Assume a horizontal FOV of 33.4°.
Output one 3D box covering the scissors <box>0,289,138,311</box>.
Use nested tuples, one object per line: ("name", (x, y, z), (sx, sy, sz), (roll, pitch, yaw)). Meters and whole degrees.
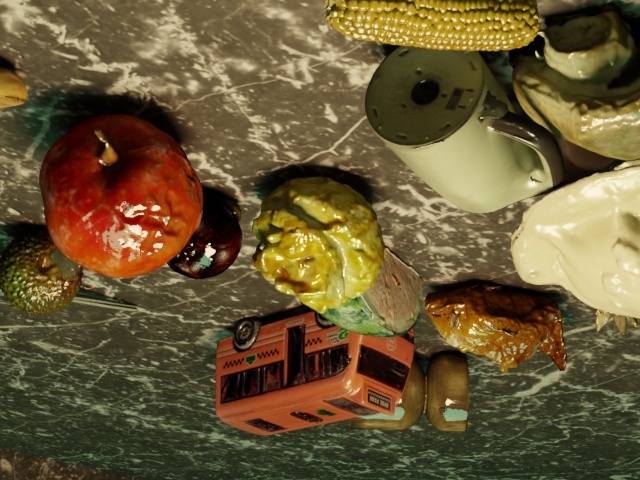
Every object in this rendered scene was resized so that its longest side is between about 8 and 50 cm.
("scissors", (-0.552, 0.101, 2.103), (0.447, 0.029, 0.193), (14, -175, -39))

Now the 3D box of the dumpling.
("dumpling", (0.460, -0.022, 1.483), (0.395, 0.233, 0.315), (-1, 142, 20))

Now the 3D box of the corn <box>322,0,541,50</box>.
("corn", (0.132, -0.273, 1.266), (0.260, 0.091, 0.091), (4, 133, -10))

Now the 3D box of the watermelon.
("watermelon", (0.082, 0.084, 1.959), (0.224, 0.180, 0.305), (39, -177, 37))

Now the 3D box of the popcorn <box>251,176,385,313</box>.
("popcorn", (0.000, 0.000, 1.720), (0.221, 0.183, 0.204), (44, 124, -11))

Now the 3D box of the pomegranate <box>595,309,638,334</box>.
("pomegranate", (0.503, 0.061, 1.807), (0.131, 0.191, 0.152), (14, 155, 14))

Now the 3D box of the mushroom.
("mushroom", (0.378, -0.182, 1.347), (0.267, 0.164, 0.189), (-9, 151, 21))

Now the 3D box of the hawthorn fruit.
("hawthorn fruit", (-0.293, -0.086, 1.537), (0.242, 0.241, 0.271), (1, 147, 4))

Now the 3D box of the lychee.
("lychee", (-0.513, 0.062, 1.937), (0.171, 0.171, 0.171), (2, 154, 1))

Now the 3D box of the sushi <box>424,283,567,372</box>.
("sushi", (0.343, 0.169, 2.093), (0.297, 0.166, 0.179), (4, 135, -22))

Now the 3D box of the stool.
("stool", (0.197, 0.342, 2.418), (0.264, 0.179, 0.179), (2, 154, 3))

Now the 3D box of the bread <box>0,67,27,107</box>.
("bread", (-0.463, -0.213, 1.477), (0.115, 0.056, 0.082), (0, 178, 42))

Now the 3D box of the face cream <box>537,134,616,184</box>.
("face cream", (0.351, -0.111, 1.595), (0.154, 0.096, 0.274), (4, 168, -10))

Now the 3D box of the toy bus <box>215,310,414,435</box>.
("toy bus", (-0.020, 0.270, 2.228), (0.427, 0.232, 0.203), (-19, 147, 38))

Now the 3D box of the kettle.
("kettle", (0.208, -0.136, 1.425), (0.240, 0.165, 0.255), (16, 165, 35))

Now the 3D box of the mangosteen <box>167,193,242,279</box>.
("mangosteen", (-0.197, -0.011, 1.792), (0.153, 0.152, 0.152), (2, 154, 1))
